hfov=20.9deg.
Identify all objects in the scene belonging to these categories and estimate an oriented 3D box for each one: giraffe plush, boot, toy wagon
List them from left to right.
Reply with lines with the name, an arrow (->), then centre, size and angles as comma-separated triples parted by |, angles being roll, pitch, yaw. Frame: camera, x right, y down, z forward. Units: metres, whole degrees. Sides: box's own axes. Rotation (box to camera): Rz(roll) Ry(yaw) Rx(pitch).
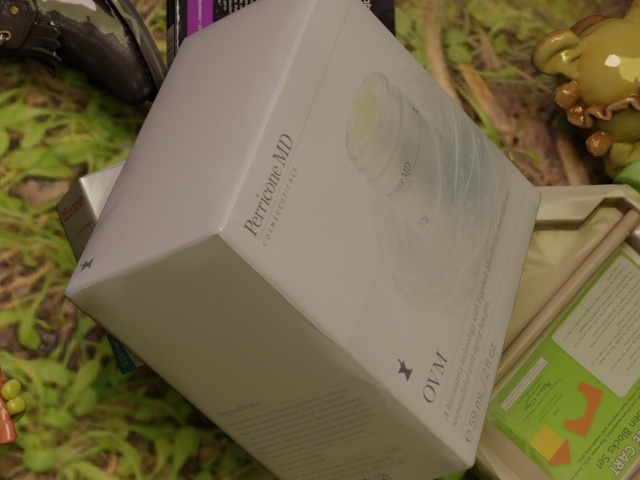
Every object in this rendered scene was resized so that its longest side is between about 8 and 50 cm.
boot -> -0.252, -0.106, 1.082 | 0.263, 0.091, 0.229 | 38, 73, -3
toy wagon -> 0.222, 0.121, 1.169 | 0.344, 0.068, 0.267 | 42, 74, 6
giraffe plush -> 0.240, -0.135, 1.230 | 0.170, 0.210, 0.181 | -39, 89, 5

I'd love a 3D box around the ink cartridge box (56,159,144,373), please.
ink cartridge box -> -0.117, 0.016, 1.096 | 0.052, 0.088, 0.122 | -20, 86, -21

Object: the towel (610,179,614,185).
towel -> 0.301, 0.154, 1.249 | 0.271, 0.040, 0.370 | 17, 74, -17

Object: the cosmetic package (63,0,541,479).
cosmetic package -> 0.000, 0.000, 1.048 | 0.224, 0.138, 0.224 | 43, 45, -26

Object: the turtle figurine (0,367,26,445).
turtle figurine -> -0.248, 0.196, 1.012 | 0.217, 0.087, 0.269 | 50, 59, -13

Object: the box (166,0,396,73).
box -> -0.026, -0.155, 1.198 | 0.162, 0.029, 0.116 | 3, 79, -18
